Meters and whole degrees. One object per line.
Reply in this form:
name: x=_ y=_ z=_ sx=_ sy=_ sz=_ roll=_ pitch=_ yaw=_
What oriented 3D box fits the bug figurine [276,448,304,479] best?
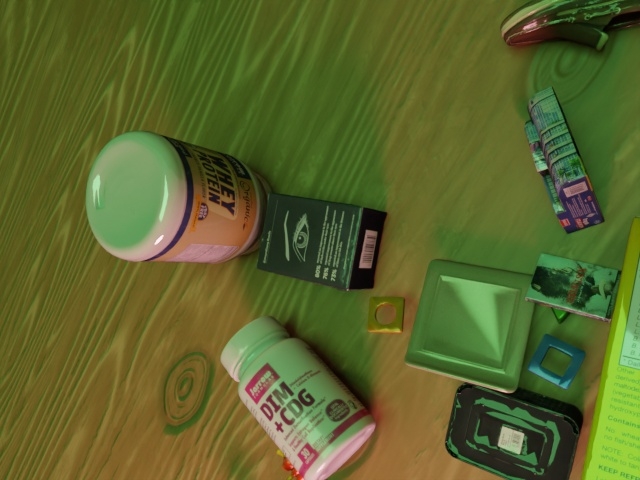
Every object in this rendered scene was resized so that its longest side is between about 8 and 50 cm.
bug figurine: x=-0.062 y=0.544 z=1.041 sx=0.216 sy=0.072 sz=0.279 roll=44 pitch=103 yaw=18

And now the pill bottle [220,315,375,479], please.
pill bottle: x=-0.049 y=0.283 z=0.998 sx=0.283 sy=0.160 sz=0.160 roll=43 pitch=108 yaw=25

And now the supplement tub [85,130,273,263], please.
supplement tub: x=-0.253 y=-0.070 z=1.046 sx=0.229 sy=0.316 sz=0.228 roll=-2 pitch=86 yaw=30

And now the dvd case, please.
dvd case: x=0.385 y=0.069 z=0.825 sx=0.120 sy=0.013 sz=0.087 roll=16 pitch=64 yaw=29

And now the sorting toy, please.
sorting toy: x=0.247 y=0.135 z=0.891 sx=0.348 sy=0.047 sz=0.195 roll=10 pitch=71 yaw=28

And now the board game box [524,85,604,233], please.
board game box: x=0.349 y=-0.132 z=0.805 sx=0.060 sy=0.194 sz=0.194 roll=-22 pitch=62 yaw=26

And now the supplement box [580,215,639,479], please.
supplement box: x=0.454 y=0.175 z=0.662 sx=0.194 sy=0.195 sz=0.356 roll=12 pitch=81 yaw=30

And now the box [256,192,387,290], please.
box: x=0.000 y=0.000 z=1.018 sx=0.207 sy=0.108 sz=0.153 roll=12 pitch=93 yaw=30

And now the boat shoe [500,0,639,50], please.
boat shoe: x=0.409 y=-0.334 z=0.816 sx=0.258 sy=0.095 sz=0.095 roll=-12 pitch=87 yaw=28

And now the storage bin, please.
storage bin: x=0.300 y=0.297 z=0.843 sx=0.180 sy=0.084 sz=0.121 roll=13 pitch=93 yaw=30
